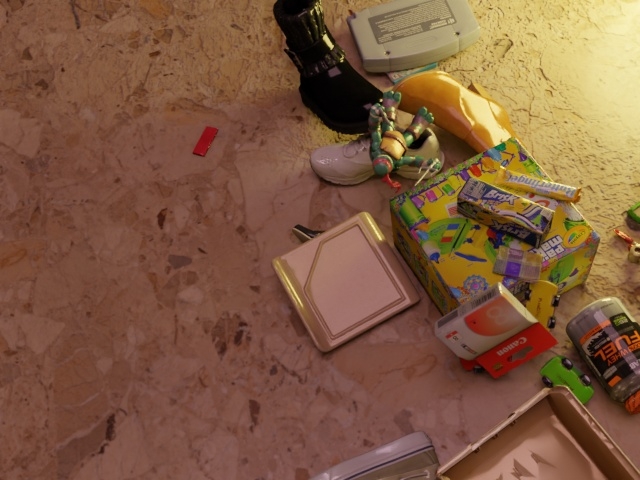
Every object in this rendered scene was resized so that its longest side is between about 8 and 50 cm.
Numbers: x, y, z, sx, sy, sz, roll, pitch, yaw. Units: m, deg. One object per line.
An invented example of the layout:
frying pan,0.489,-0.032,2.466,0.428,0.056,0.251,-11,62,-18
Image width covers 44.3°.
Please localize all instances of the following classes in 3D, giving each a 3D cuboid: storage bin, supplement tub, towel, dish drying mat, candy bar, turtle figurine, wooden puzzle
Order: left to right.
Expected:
dish drying mat,-0.275,-0.237,1.879,0.032,0.008,0.083,15,62,17
wooden puzzle,0.050,0.083,1.593,0.238,0.044,0.221,-27,73,-12
turtle figurine,0.148,-0.196,1.549,0.118,0.175,0.234,-34,23,37
towel,0.353,0.042,1.400,0.083,0.009,0.060,14,64,16
candy bar,0.408,-0.103,1.472,0.161,0.018,0.040,17,63,18
storage bin,0.365,0.414,1.289,0.262,0.123,0.260,-34,70,-10
supplement tub,0.539,0.206,1.411,0.116,0.117,0.190,-25,58,-6

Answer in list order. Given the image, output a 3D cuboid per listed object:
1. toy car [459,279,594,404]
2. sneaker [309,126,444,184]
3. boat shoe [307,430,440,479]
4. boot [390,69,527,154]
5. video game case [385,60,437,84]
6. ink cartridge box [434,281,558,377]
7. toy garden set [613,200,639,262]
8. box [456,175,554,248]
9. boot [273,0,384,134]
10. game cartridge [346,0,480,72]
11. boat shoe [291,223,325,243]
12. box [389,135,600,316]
toy car,0.405,0.208,1.442,0.225,0.053,0.239,44,116,7
sneaker,0.120,-0.201,1.720,0.296,0.129,0.111,-6,60,7
boat shoe,0.072,0.431,1.362,0.302,0.109,0.094,-24,60,-9
boot,0.302,-0.254,1.676,0.295,0.104,0.211,-4,53,-35
video game case,0.195,-0.461,1.931,0.119,0.015,0.166,-25,58,-6
ink cartridge box,0.310,0.173,1.380,0.145,0.179,0.045,-37,21,26
toy garden set,0.701,0.010,1.542,0.203,0.049,0.244,-34,60,-11
box,0.334,-0.052,1.428,0.168,0.059,0.054,27,68,22
boot,0.020,-0.393,1.720,0.131,0.260,0.348,-29,38,-19
game cartridge,0.227,-0.511,1.917,0.294,0.060,0.196,-15,54,0
boat shoe,0.000,0.001,1.665,0.133,0.049,0.042,29,72,16
box,0.329,0.001,1.535,0.289,0.177,0.279,-26,59,-7
